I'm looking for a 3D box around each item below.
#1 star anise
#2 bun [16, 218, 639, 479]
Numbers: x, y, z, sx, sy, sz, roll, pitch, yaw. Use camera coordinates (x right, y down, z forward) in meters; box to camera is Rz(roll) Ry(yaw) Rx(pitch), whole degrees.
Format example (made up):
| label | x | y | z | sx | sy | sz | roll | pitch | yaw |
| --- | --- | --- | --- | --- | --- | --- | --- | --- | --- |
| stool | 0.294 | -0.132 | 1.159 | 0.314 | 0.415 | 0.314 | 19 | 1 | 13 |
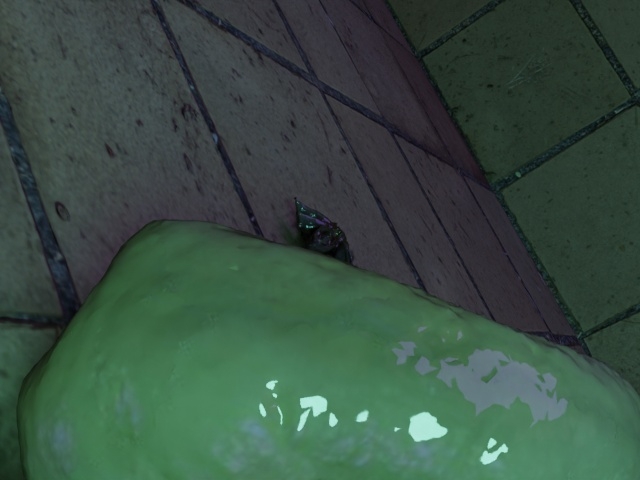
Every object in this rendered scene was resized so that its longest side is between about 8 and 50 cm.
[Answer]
| label | x | y | z | sx | sy | sz | roll | pitch | yaw |
| --- | --- | --- | --- | --- | --- | --- | --- | --- | --- |
| star anise | 0.001 | 0.003 | 0.960 | 0.124 | 0.056 | 0.129 | 56 | 5 | 4 |
| bun | -0.002 | 0.124 | 0.488 | 0.361 | 0.361 | 0.213 | 28 | 79 | -53 |
